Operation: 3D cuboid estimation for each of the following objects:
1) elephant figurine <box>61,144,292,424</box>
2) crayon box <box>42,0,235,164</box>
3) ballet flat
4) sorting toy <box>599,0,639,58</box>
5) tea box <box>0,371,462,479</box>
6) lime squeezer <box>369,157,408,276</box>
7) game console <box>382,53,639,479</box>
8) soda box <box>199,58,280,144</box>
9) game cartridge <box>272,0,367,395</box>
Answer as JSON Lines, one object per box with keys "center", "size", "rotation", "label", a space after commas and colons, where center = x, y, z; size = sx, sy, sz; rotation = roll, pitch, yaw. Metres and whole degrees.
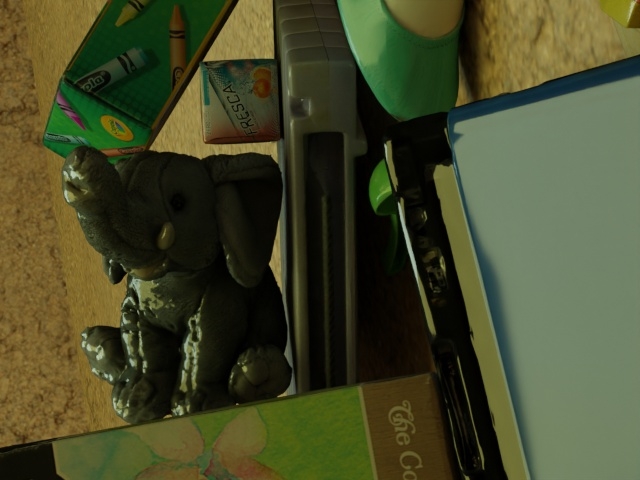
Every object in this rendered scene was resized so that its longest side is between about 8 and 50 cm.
{"center": [-0.098, 0.000, 1.268], "size": [0.186, 0.169, 0.239], "rotation": [-129, 28, -59], "label": "elephant figurine"}
{"center": [-0.110, -0.192, 1.402], "size": [0.278, 0.081, 0.165], "rotation": [-61, 5, -19], "label": "crayon box"}
{"center": [0.049, -0.196, 1.130], "size": [0.087, 0.083, 0.247], "rotation": [-32, 68, 54], "label": "ballet flat"}
{"center": [0.153, -0.185, 0.835], "size": [0.193, 0.038, 0.208], "rotation": [105, 152, -54], "label": "sorting toy"}
{"center": [-0.053, 0.215, 1.082], "size": [0.329, 0.324, 0.219], "rotation": [39, -140, -79], "label": "tea box"}
{"center": [0.075, -0.003, 1.171], "size": [0.310, 0.059, 0.109], "rotation": [-155, 59, -71], "label": "lime squeezer"}
{"center": [0.151, 0.063, 0.928], "size": [0.250, 0.173, 0.293], "rotation": [-15, -87, -77], "label": "game console"}
{"center": [-0.063, -0.105, 1.374], "size": [0.183, 0.058, 0.063], "rotation": [-145, 52, -85], "label": "soda box"}
{"center": [0.000, 0.000, 1.351], "size": [0.230, 0.068, 0.355], "rotation": [-90, -1, -67], "label": "game cartridge"}
